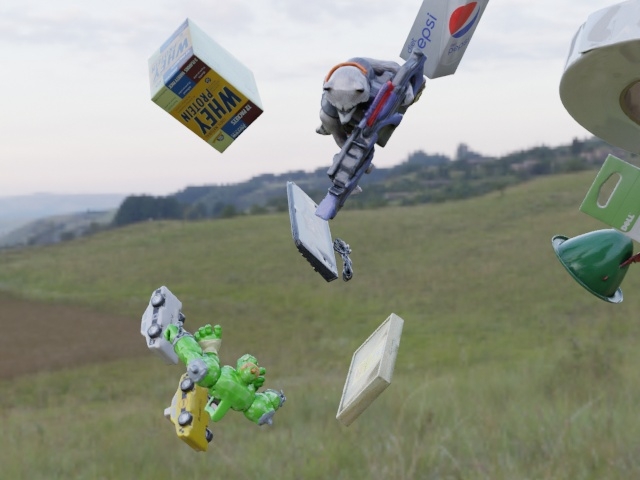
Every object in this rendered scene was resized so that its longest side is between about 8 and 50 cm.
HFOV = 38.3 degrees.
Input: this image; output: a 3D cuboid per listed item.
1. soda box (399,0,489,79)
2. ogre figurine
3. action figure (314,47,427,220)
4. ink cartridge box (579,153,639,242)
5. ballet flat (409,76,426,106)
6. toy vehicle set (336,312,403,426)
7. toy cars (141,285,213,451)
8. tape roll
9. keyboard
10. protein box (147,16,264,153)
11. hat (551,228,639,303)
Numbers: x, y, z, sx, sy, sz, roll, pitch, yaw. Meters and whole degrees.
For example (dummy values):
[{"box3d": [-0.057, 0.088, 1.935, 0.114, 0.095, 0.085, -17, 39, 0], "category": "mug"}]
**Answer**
[{"box3d": [0.268, -0.471, 1.850, 0.098, 0.286, 0.091, 42, 39, 24], "category": "soda box"}, {"box3d": [-0.124, 0.192, 1.260, 0.097, 0.197, 0.118, -32, 21, -2], "category": "ogre figurine"}, {"box3d": [0.041, -0.195, 1.643, 0.178, 0.341, 0.330, 30, -13, 11], "category": "action figure"}, {"box3d": [0.508, -0.048, 1.371, 0.209, 0.109, 0.062, 30, 38, 14], "category": "ink cartridge box"}, {"box3d": [0.178, -0.297, 2.110, 0.084, 0.058, 0.250, -45, 3, -36], "category": "ballet flat"}, {"box3d": [0.120, 0.302, 2.184, 0.035, 0.166, 0.267, 36, 29, -8], "category": "toy vehicle set"}, {"box3d": [-0.345, 0.304, 2.140, 0.087, 0.393, 0.176, -22, -7, 17], "category": "toy cars"}, {"box3d": [0.537, -0.216, 1.312, 0.392, 0.072, 0.392, 17, -15, 5], "category": "tape roll"}, {"box3d": [0.000, 0.000, 1.931, 0.033, 0.201, 0.317, -41, 22, 15], "category": "keyboard"}, {"box3d": [-0.247, -0.329, 1.955, 0.200, 0.136, 0.201, 37, 20, -31], "category": "protein box"}, {"box3d": [0.561, -0.003, 1.705, 0.208, 0.173, 0.183, 1, -43, -53], "category": "hat"}]
